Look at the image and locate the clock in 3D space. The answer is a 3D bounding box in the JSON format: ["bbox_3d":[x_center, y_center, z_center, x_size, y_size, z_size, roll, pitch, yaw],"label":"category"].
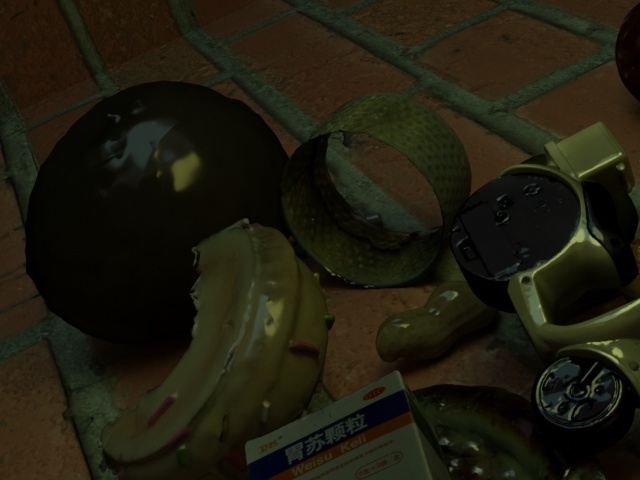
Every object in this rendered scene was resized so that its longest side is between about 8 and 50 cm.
[{"bbox_3d":[0.308,0.040,1.335,0.276,0.120,0.379,-30,47,4],"label":"clock"}]

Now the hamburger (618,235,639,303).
[{"bbox_3d":[0.466,0.031,1.429,0.210,0.116,0.173,-7,15,28],"label":"hamburger"}]

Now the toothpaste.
[{"bbox_3d":[0.000,0.000,1.958,0.218,0.033,0.052,-19,22,16],"label":"toothpaste"}]

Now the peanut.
[{"bbox_3d":[0.156,0.109,1.578,0.187,0.082,0.082,-29,27,-14],"label":"peanut"}]

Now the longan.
[{"bbox_3d":[-0.251,-0.055,1.853,0.404,0.404,0.436,7,32,45],"label":"longan"}]

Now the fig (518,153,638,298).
[{"bbox_3d":[0.332,-0.032,1.625,0.206,0.206,0.275,-13,14,18],"label":"fig"}]

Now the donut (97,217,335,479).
[{"bbox_3d":[-0.116,0.160,1.470,0.307,0.150,0.371,4,65,60],"label":"donut"}]

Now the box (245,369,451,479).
[{"bbox_3d":[0.041,0.298,1.218,0.200,0.106,0.299,-27,33,9],"label":"box"}]

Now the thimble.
[{"bbox_3d":[0.087,-0.074,1.774,0.271,0.271,0.150,-4,30,32],"label":"thimble"}]

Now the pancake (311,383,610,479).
[{"bbox_3d":[0.107,0.265,1.348,0.305,0.067,0.427,-37,32,-23],"label":"pancake"}]

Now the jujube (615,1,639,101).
[{"bbox_3d":[0.608,-0.285,1.849,0.223,0.223,0.318,-29,35,-12],"label":"jujube"}]
